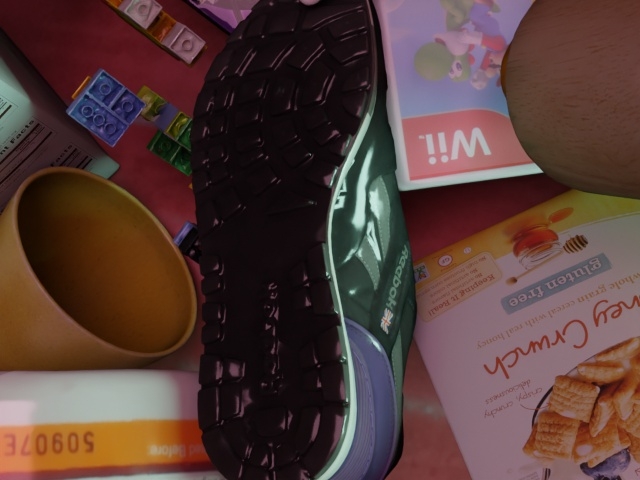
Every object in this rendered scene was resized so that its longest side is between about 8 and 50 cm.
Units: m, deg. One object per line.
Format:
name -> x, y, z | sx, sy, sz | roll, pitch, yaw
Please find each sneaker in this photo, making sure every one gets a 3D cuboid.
sneaker -> 0.000, 0.000, 0.642 | 0.107, 0.124, 0.283 | -4, 73, 27

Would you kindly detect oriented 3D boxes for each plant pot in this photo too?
plant pot -> -0.157, 0.036, 0.714 | 0.095, 0.134, 0.134 | -38, 74, 27

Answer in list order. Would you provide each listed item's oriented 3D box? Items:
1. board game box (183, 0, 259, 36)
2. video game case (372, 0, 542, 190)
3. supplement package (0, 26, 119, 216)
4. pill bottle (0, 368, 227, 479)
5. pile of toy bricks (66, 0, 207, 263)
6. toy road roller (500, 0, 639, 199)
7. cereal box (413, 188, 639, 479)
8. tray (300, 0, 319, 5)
board game box -> 0.066, -0.248, 0.702 | 0.208, 0.056, 0.347 | 37, 92, -4
video game case -> 0.123, -0.182, 0.668 | 0.204, 0.025, 0.285 | -8, 91, 2
supplement package -> -0.265, -0.088, 0.707 | 0.149, 0.203, 0.194 | -42, 75, 1
pill bottle -> -0.145, 0.271, 0.609 | 0.224, 0.224, 0.392 | -5, 78, 10
pile of toy bricks -> -0.071, -0.060, 0.717 | 0.212, 0.105, 0.118 | 38, 90, -26
toy road roller -> 0.275, -0.120, 0.566 | 0.240, 0.202, 0.329 | 39, 84, -19
cereal box -> 0.152, 0.076, 0.624 | 0.173, 0.047, 0.240 | -25, 45, 4
tray -> -0.018, -0.268, 0.648 | 0.145, 0.030, 0.270 | -41, 68, 19
